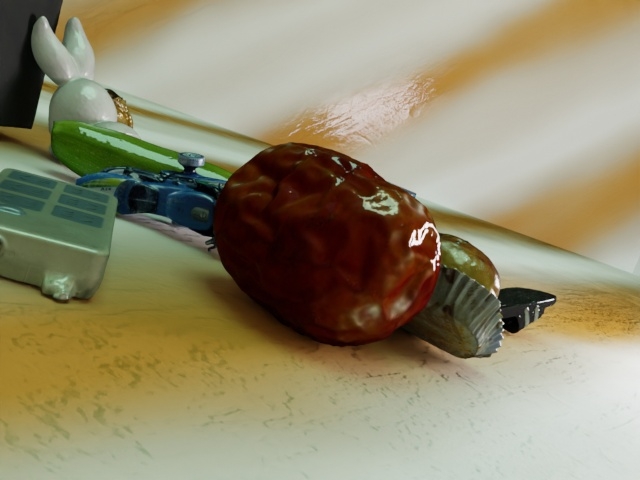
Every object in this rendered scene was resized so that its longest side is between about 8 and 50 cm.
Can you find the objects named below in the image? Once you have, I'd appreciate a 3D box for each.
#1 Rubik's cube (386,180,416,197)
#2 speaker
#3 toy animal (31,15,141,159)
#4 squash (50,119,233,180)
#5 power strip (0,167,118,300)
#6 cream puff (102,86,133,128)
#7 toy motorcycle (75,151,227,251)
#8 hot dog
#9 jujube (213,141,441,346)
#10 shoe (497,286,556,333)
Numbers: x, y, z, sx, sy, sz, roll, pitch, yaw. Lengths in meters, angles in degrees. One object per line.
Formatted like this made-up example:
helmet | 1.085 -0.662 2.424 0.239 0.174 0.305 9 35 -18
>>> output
Rubik's cube | 0.150 -0.083 1.942 0.092 0.092 0.092 24 9 22
speaker | -0.531 -0.301 1.203 0.253 0.232 0.184 17 6 11
toy animal | -0.357 -0.206 1.239 0.103 0.130 0.221 -14 71 -47
squash | -0.218 -0.086 1.138 0.292 0.082 0.082 19 9 -3
power strip | -0.246 -0.014 0.763 0.117 0.046 0.270 18 10 -15
cream puff | -0.393 -0.221 1.529 0.119 0.104 0.133 16 6 17
toy motorcycle | -0.160 -0.046 1.030 0.254 0.092 0.135 12 18 2
hot dog | 0.097 0.042 0.946 0.270 0.082 0.163 23 -31 48
jujube | 0.000 0.000 0.826 0.174 0.174 0.250 12 19 -45
shoe | 0.253 0.105 1.202 0.179 0.049 0.071 -9 19 -33
